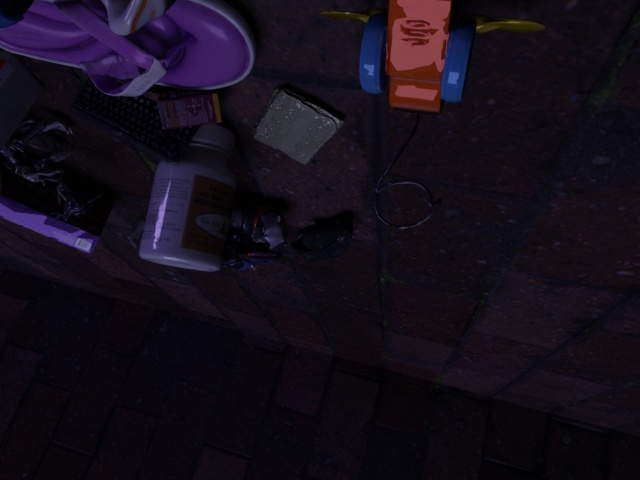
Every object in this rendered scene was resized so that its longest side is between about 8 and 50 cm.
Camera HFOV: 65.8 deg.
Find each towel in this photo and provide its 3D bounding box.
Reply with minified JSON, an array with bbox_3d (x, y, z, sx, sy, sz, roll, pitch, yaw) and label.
[{"bbox_3d":[-0.039,-0.169,0.747,0.110,0.027,0.148,25,157,-15],"label":"towel"}]

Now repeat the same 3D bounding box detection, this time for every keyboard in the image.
[{"bbox_3d":[-0.272,-0.199,0.749,0.180,0.108,0.023,27,168,-1],"label":"keyboard"}]

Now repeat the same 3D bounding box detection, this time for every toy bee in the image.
[{"bbox_3d":[0.090,-0.188,0.490,0.195,0.162,0.298,26,133,0],"label":"toy bee"}]

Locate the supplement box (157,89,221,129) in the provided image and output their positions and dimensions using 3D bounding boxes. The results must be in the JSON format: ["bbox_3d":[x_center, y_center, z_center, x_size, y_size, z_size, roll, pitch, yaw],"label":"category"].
[{"bbox_3d":[-0.188,-0.191,0.712,0.083,0.055,0.043,-11,121,-11],"label":"supplement box"}]

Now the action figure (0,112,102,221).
[{"bbox_3d":[-0.556,-0.172,0.986,0.275,0.141,0.164,52,157,-12],"label":"action figure"}]

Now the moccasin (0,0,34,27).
[{"bbox_3d":[-0.426,-0.365,0.462,0.138,0.116,0.342,14,158,30],"label":"moccasin"}]

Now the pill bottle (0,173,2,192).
[{"bbox_3d":[-0.781,-0.174,0.972,0.323,0.181,0.181,38,168,27],"label":"pill bottle"}]

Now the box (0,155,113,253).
[{"bbox_3d":[-0.669,-0.093,1.198,0.293,0.057,0.201,27,-163,-24],"label":"box"}]

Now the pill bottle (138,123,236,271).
[{"bbox_3d":[-0.207,-0.071,0.808,0.131,0.229,0.131,8,171,1],"label":"pill bottle"}]

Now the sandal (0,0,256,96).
[{"bbox_3d":[-0.281,-0.245,0.644,0.416,0.102,0.169,11,158,14],"label":"sandal"}]

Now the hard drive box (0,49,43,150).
[{"bbox_3d":[-0.623,-0.233,0.821,0.232,0.181,0.089,12,155,11],"label":"hard drive box"}]

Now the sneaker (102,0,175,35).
[{"bbox_3d":[-0.235,-0.316,0.399,0.126,0.127,0.321,15,161,41],"label":"sneaker"}]

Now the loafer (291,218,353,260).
[{"bbox_3d":[0.000,0.000,1.050,0.078,0.076,0.223,17,163,-19],"label":"loafer"}]

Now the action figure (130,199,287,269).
[{"bbox_3d":[-0.227,-0.030,1.032,0.330,0.178,0.341,4,179,19],"label":"action figure"}]
